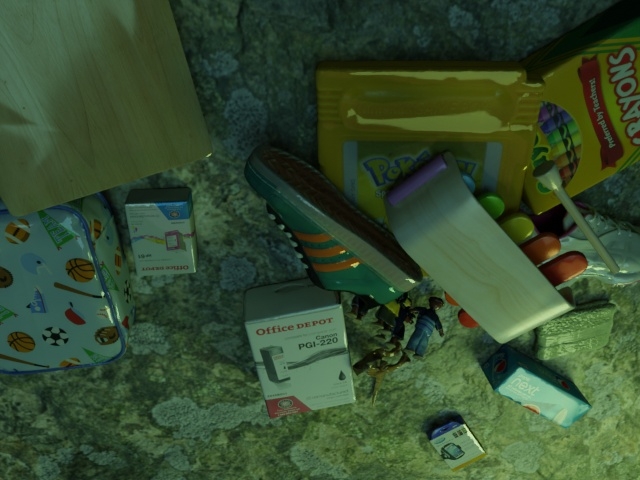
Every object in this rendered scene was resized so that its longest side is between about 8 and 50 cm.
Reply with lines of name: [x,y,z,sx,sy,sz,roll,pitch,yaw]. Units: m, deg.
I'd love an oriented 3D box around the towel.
towel: [0.472,0.168,1.027,0.148,0.027,0.110,-10,119,-2]

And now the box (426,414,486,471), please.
box: [0.278,0.415,1.140,0.081,0.028,0.136,-30,116,9]

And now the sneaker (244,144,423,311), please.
sneaker: [0.000,0.000,0.761,0.302,0.108,0.121,39,117,-20]

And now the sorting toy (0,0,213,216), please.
sorting toy: [-0.292,-0.193,0.659,0.256,0.089,0.257,-20,125,-13]

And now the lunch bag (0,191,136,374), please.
lunch bag: [-0.411,0.051,0.796,0.243,0.115,0.303,-5,120,-2]

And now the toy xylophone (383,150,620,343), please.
toy xylophone: [0.249,0.014,0.753,0.236,0.081,0.322,-28,117,24]

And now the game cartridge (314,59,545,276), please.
game cartridge: [0.138,-0.086,0.774,0.286,0.052,0.323,2,127,7]

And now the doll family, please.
doll family: [0.132,0.114,0.918,0.076,0.111,0.193,-4,142,48]

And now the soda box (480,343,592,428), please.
soda box: [0.414,0.282,1.060,0.210,0.067,0.071,30,111,-21]

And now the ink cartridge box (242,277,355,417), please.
ink cartridge box: [-0.032,0.180,0.929,0.159,0.092,0.217,-11,118,-2]

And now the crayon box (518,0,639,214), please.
crayon box: [0.359,-0.176,0.789,0.319,0.081,0.202,-30,119,10]

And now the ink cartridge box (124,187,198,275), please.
ink cartridge box: [-0.232,-0.011,0.817,0.089,0.052,0.122,-3,121,-6]

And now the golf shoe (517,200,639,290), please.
golf shoe: [0.438,0.000,0.882,0.306,0.115,0.140,-9,116,-4]

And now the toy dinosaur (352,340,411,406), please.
toy dinosaur: [0.103,0.225,0.989,0.112,0.064,0.211,-32,148,2]
